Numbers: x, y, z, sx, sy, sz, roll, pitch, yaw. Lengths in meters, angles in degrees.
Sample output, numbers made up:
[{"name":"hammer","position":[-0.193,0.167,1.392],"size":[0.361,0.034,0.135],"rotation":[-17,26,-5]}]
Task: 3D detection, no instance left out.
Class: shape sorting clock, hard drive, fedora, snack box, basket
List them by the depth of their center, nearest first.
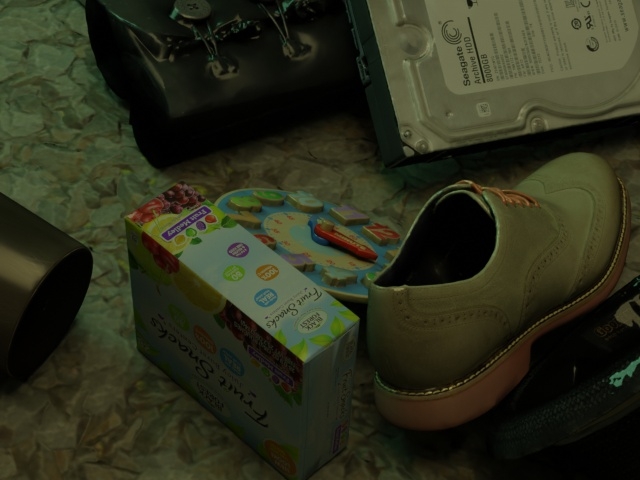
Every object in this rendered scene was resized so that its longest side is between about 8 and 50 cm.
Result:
[{"name":"fedora","position":[0.297,0.117,1.115],"size":[0.334,0.334,0.152],"rotation":[-37,89,-34]},{"name":"snack box","position":[-0.066,0.077,1.132],"size":[0.070,0.174,0.207],"rotation":[-35,59,-30]},{"name":"basket","position":[-0.324,0.010,1.186],"size":[0.227,0.154,0.204],"rotation":[28,7,10]},{"name":"shape sorting clock","position":[0.000,0.000,1.260],"size":[0.206,0.040,0.206],"rotation":[20,19,-7]},{"name":"hard drive","position":[0.199,-0.218,1.434],"size":[0.339,0.064,0.237],"rotation":[-11,83,-21]}]

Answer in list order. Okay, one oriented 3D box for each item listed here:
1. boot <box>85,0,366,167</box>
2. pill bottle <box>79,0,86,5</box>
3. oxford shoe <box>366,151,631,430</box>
[{"name":"boot","position":[-0.051,-0.281,1.524],"size":[0.445,0.146,0.367],"rotation":[-21,50,-19]},{"name":"pill bottle","position":[-0.222,-0.370,1.521],"size":[0.121,0.221,0.121],"rotation":[3,46,-3]},{"name":"oxford shoe","position":[0.171,0.002,1.222],"size":[0.140,0.146,0.397],"rotation":[4,32,33]}]
